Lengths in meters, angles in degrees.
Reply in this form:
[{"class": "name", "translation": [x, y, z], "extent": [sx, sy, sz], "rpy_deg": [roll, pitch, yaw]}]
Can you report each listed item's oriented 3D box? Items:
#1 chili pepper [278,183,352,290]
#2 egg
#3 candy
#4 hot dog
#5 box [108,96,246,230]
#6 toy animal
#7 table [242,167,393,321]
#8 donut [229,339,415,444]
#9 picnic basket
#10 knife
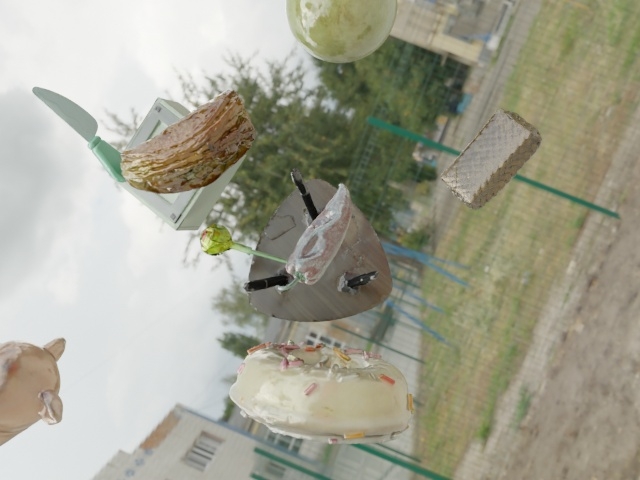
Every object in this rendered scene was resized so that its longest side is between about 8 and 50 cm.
[{"class": "chili pepper", "translation": [0.000, 0.001, 1.001], "extent": [0.153, 0.050, 0.041], "rpy_deg": [-59, -13, -24]}, {"class": "egg", "translation": [0.047, -0.472, 1.679], "extent": [0.295, 0.218, 0.218], "rpy_deg": [-59, -10, -63]}, {"class": "candy", "translation": [-0.140, 0.019, 1.619], "extent": [0.058, 0.193, 0.062], "rpy_deg": [-79, 8, -67]}, {"class": "hot dog", "translation": [-0.250, -0.172, 1.601], "extent": [0.272, 0.122, 0.196], "rpy_deg": [-32, -10, -3]}, {"class": "box", "translation": [-0.338, -0.178, 1.966], "extent": [0.225, 0.225, 0.117], "rpy_deg": [-55, -14, 12]}, {"class": "toy animal", "translation": [-0.498, 0.239, 1.238], "extent": [0.154, 0.250, 0.166], "rpy_deg": [56, -168, -57]}, {"class": "table", "translation": [-0.031, 0.036, 1.680], "extent": [0.249, 0.317, 0.317], "rpy_deg": [57, -125, -81]}, {"class": "donut", "translation": [0.008, 0.297, 1.701], "extent": [0.382, 0.382, 0.143], "rpy_deg": [-22, -59, -85]}, {"class": "picnic basket", "translation": [0.317, -0.154, 1.571], "extent": [0.193, 0.110, 0.055], "rpy_deg": [-49, -33, 12]}, {"class": "knife", "translation": [-0.473, -0.224, 1.702], "extent": [0.034, 0.260, 0.063], "rpy_deg": [-19, 27, 55]}]
